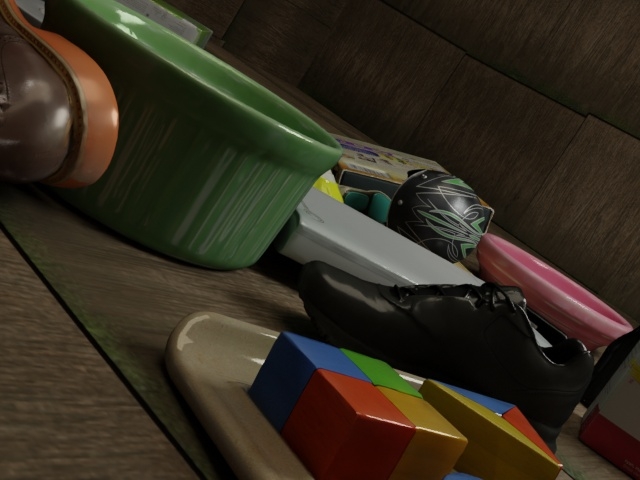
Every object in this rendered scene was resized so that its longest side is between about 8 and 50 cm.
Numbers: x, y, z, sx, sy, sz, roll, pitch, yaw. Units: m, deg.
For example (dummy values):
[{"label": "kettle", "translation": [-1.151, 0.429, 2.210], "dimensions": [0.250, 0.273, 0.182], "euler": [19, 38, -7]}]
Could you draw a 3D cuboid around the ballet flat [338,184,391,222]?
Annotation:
[{"label": "ballet flat", "translation": [0.070, -0.071, 1.489], "dimensions": [0.052, 0.057, 0.168], "euler": [28, 6, 37]}]

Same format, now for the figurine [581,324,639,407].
[{"label": "figurine", "translation": [0.490, 0.177, 1.136], "dimensions": [0.214, 0.209, 0.092], "euler": [31, 11, -5]}]

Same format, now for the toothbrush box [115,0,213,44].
[{"label": "toothbrush box", "translation": [-0.358, -0.454, 1.815], "dimensions": [0.206, 0.122, 0.283], "euler": [30, 12, -9]}]

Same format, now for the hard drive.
[{"label": "hard drive", "translation": [0.090, 0.033, 0.985], "dimensions": [0.353, 0.047, 0.233], "euler": [27, 12, -21]}]

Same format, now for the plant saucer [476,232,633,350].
[{"label": "plant saucer", "translation": [0.429, 0.106, 1.606], "dimensions": [0.332, 0.084, 0.332], "euler": [30, 11, -7]}]

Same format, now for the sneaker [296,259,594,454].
[{"label": "sneaker", "translation": [0.114, 0.080, 0.757], "dimensions": [0.286, 0.130, 0.109], "euler": [28, 14, -11]}]

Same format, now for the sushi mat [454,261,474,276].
[{"label": "sushi mat", "translation": [0.225, 0.041, 1.507], "dimensions": [0.151, 0.019, 0.316], "euler": [25, 13, -26]}]

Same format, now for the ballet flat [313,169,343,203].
[{"label": "ballet flat", "translation": [-0.034, -0.127, 1.384], "dimensions": [0.231, 0.077, 0.077], "euler": [39, 12, 31]}]

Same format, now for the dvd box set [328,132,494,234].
[{"label": "dvd box set", "translation": [0.149, -0.129, 1.747], "dimensions": [0.307, 0.062, 0.420], "euler": [13, 15, -12]}]

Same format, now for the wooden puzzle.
[{"label": "wooden puzzle", "translation": [0.104, 0.162, 0.497], "dimensions": [0.322, 0.080, 0.348], "euler": [23, 14, -38]}]

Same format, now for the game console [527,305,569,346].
[{"label": "game console", "translation": [0.299, 0.131, 1.190], "dimensions": [0.071, 0.107, 0.122], "euler": [-21, 47, -40]}]

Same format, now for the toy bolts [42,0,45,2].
[{"label": "toy bolts", "translation": [-0.442, -0.419, 1.303], "dimensions": [0.158, 0.218, 0.228], "euler": [31, -9, 31]}]

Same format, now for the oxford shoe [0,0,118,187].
[{"label": "oxford shoe", "translation": [-0.312, -0.156, 0.659], "dimensions": [0.363, 0.130, 0.132], "euler": [32, 23, 32]}]

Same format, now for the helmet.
[{"label": "helmet", "translation": [0.182, -0.036, 1.369], "dimensions": [0.169, 0.169, 0.161], "euler": [30, 2, -11]}]

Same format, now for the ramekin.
[{"label": "ramekin", "translation": [-0.143, -0.102, 0.800], "dimensions": [0.303, 0.148, 0.303], "euler": [31, 11, -7]}]

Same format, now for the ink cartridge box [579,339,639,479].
[{"label": "ink cartridge box", "translation": [0.400, 0.181, 0.961], "dimensions": [0.127, 0.176, 0.128], "euler": [35, 12, 17]}]

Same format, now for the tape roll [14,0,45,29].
[{"label": "tape roll", "translation": [-0.332, -0.245, 1.111], "dimensions": [0.219, 0.072, 0.219], "euler": [30, 12, -7]}]
